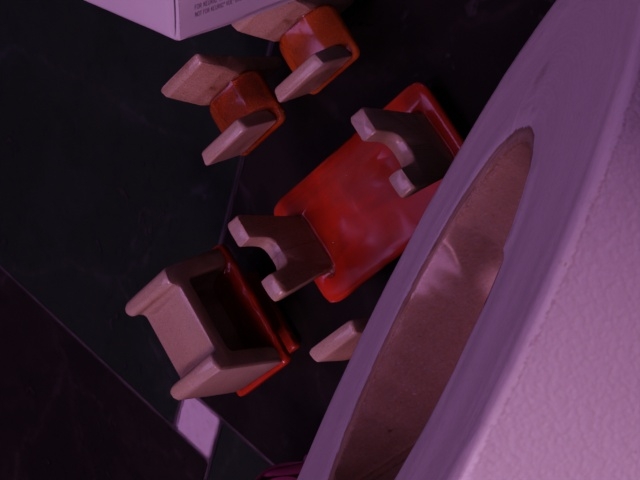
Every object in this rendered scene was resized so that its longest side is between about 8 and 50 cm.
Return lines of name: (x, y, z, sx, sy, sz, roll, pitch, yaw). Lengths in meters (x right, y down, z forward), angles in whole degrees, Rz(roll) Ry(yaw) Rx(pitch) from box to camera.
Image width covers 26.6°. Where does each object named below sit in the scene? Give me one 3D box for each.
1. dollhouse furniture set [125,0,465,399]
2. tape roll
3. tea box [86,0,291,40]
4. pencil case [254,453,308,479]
dollhouse furniture set: (0.000, 0.000, 0.912, 0.259, 0.135, 0.262, -39, 75, 32)
tape roll: (0.071, 0.056, 0.580, 0.072, 0.392, 0.392, 27, 127, -3)
tea box: (-0.120, -0.337, 0.798, 0.329, 0.220, 0.323, 27, 131, 35)
pencil case: (0.003, 0.264, 0.995, 0.095, 0.098, 0.209, -3, 104, 0)
